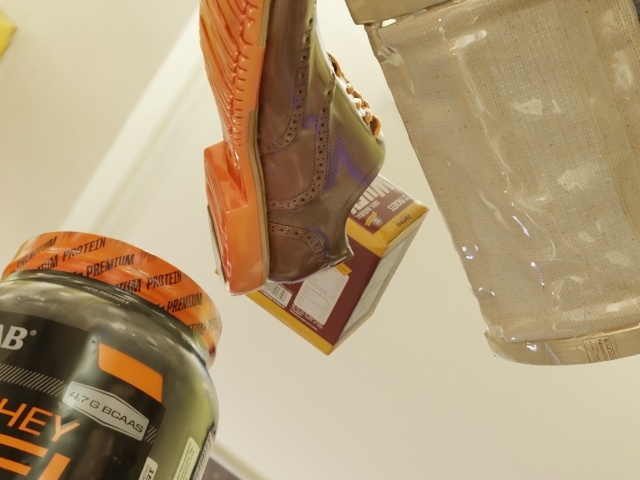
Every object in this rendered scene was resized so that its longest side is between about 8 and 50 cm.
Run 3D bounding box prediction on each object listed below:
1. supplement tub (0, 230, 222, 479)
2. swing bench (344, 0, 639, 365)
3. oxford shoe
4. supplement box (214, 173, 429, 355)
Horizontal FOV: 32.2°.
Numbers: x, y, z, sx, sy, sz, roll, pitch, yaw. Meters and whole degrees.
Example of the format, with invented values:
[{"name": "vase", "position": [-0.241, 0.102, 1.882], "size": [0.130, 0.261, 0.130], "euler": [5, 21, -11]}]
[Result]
[{"name": "supplement tub", "position": [-0.192, 0.174, 0.725], "size": [0.207, 0.207, 0.338], "euler": [119, 171, -56]}, {"name": "swing bench", "position": [0.189, -0.091, 0.691], "size": [0.254, 0.253, 0.165], "euler": [-36, 20, -32]}, {"name": "oxford shoe", "position": [-0.019, -0.111, 0.848], "size": [0.364, 0.132, 0.130], "euler": [96, 161, -46]}, {"name": "supplement box", "position": [0.000, 0.000, 1.424], "size": [0.129, 0.191, 0.194], "euler": [-37, -22, -53]}]
